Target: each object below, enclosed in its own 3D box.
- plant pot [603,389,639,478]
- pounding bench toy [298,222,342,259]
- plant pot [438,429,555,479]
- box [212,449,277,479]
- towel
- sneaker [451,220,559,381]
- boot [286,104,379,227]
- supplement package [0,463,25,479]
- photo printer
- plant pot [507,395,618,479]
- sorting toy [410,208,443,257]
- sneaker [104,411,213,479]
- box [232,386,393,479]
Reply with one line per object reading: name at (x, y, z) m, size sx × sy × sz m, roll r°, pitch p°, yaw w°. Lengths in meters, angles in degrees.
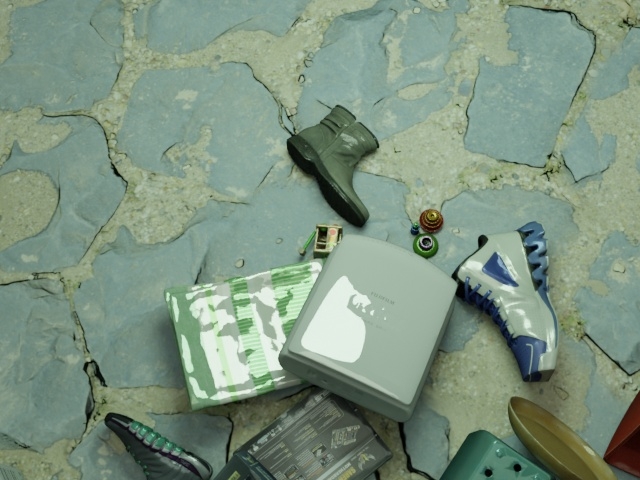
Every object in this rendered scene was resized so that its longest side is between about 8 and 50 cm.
plant pot at (0.681, 0.293, 1.531) m, size 0.267 × 0.267 × 0.236 m, roll 23°, pitch 60°, yaw 9°
pounding bench toy at (0.000, 0.000, 1.751) m, size 0.083 × 0.052 × 0.065 m, roll 5°, pitch 70°, yaw 3°
plant pot at (0.291, 0.419, 1.494) m, size 0.165 × 0.234 × 0.165 m, roll 33°, pitch 74°, yaw 13°
box at (-0.147, 0.509, 1.532) m, size 0.183 × 0.059 × 0.233 m, roll 41°, pitch 95°, yaw 14°
towel at (-0.107, 0.163, 1.655) m, size 0.325 × 0.038 × 0.248 m, roll -11°, pitch 62°, yaw -15°
sneaker at (0.339, 0.115, 1.673) m, size 0.182 × 0.127 × 0.315 m, roll -3°, pitch 63°, yaw 4°
boot at (0.059, -0.159, 1.797) m, size 0.161 × 0.083 × 0.246 m, roll -34°, pitch 74°, yaw -16°
supplement package at (-0.618, 0.537, 1.523) m, size 0.262 × 0.145 × 0.204 m, roll -28°, pitch 71°, yaw -7°
photo printer at (0.099, 0.140, 1.614) m, size 0.256 × 0.107 × 0.307 m, roll 25°, pitch 59°, yaw 6°
plant pot at (0.411, 0.359, 1.531) m, size 0.236 × 0.236 × 0.032 m, roll 39°, pitch 103°, yaw 14°
sorting toy at (0.209, -0.020, 1.758) m, size 0.061 × 0.042 × 0.102 m, roll 11°, pitch 71°, yaw 6°
sneaker at (-0.309, 0.395, 1.603) m, size 0.223 × 0.083 × 0.098 m, roll 28°, pitch 78°, yaw 10°
box at (-0.013, 0.387, 1.608) m, size 0.231 × 0.056 × 0.183 m, roll -37°, pitch 74°, yaw -11°
